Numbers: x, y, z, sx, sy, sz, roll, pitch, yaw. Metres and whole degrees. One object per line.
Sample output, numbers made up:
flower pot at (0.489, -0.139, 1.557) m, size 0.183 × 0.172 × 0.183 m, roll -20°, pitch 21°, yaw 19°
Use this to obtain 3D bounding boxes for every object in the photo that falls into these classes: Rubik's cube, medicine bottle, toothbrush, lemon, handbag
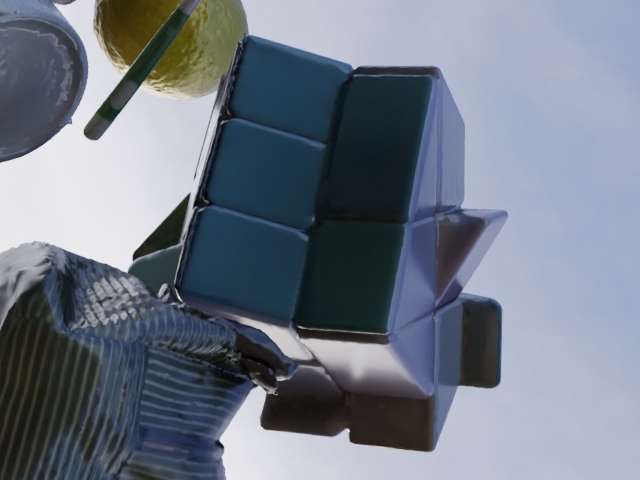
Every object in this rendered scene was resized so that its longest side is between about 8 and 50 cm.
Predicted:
Rubik's cube at (0.000, 0.000, 1.378) m, size 0.358 × 0.368 × 0.387 m, roll 5°, pitch -115°, yaw 21°
medicine bottle at (-0.280, -0.173, 1.026) m, size 0.252 × 0.144 × 0.144 m, roll 51°, pitch -57°, yaw 36°
toothbrush at (-0.126, -0.179, 1.189) m, size 0.257 × 0.018 × 0.024 m, roll -48°, pitch -150°, yaw 22°
lemon at (-0.178, -0.260, 1.685) m, size 0.193 × 0.180 × 0.180 m, roll 41°, pitch -51°, yaw -19°
handbag at (-0.183, 0.140, 1.072) m, size 0.340 × 0.240 × 0.247 m, roll -4°, pitch -112°, yaw 66°

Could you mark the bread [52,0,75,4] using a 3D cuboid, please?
bread at (-0.256, -0.381, 1.343) m, size 0.156 × 0.204 × 0.288 m, roll 28°, pitch -86°, yaw 12°
